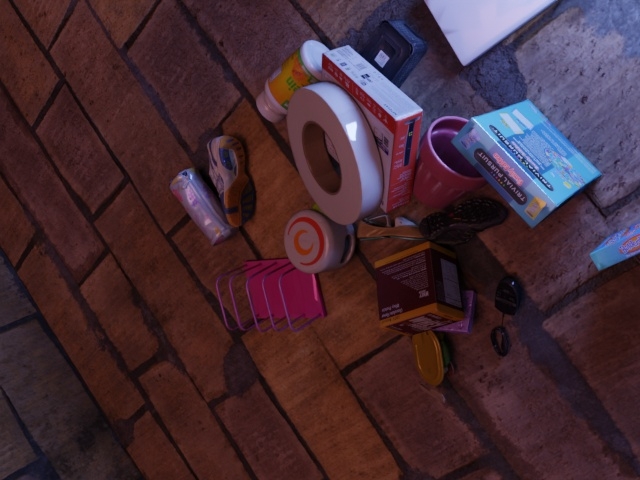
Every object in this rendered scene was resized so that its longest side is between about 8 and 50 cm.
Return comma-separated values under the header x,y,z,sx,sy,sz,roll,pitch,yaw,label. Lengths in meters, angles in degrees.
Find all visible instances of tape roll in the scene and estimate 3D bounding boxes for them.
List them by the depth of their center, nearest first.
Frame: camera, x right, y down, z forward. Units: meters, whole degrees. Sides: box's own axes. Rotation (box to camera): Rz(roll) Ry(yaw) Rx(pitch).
x,y,z,sx,sy,sz,roll,pitch,yaw,label
0.031,-0.231,1.922,0.392,0.072,0.392,49,153,36,tape roll

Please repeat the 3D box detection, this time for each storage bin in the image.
x,y,z,sx,sy,sz,roll,pitch,yaw,label
0.177,-0.476,1.886,0.122,0.084,0.180,48,128,13,storage bin

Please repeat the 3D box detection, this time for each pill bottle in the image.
x,y,z,sx,sy,sz,roll,pitch,yaw,label
-0.072,-0.442,2.046,0.245,0.136,0.136,-34,84,39,pill bottle

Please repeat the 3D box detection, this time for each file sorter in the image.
x,y,z,sx,sy,sz,roll,pitch,yaw,label
-0.165,0.179,2.299,0.290,0.182,0.202,-5,103,37,file sorter

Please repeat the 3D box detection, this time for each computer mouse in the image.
x,y,z,sx,sy,sz,roll,pitch,yaw,label
0.496,0.203,1.920,0.071,0.041,0.242,25,126,37,computer mouse

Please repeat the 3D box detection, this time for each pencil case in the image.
x,y,z,sx,sy,sz,roll,pitch,yaw,label
-0.387,-0.114,2.404,0.273,0.113,0.124,54,148,8,pencil case

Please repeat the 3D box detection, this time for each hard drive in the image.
x,y,z,sx,sy,sz,roll,pitch,yaw,label
0.416,-0.592,1.698,0.318,0.040,0.210,-33,85,39,hard drive

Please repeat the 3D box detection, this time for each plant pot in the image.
x,y,z,sx,sy,sz,roll,pitch,yaw,label
0.322,-0.182,1.823,0.201,0.201,0.180,49,143,13,plant pot

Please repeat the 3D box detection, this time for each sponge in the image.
x,y,z,sx,sy,sz,roll,pitch,yaw,label
0.326,0.192,2.002,0.210,0.031,0.117,1,71,36,sponge

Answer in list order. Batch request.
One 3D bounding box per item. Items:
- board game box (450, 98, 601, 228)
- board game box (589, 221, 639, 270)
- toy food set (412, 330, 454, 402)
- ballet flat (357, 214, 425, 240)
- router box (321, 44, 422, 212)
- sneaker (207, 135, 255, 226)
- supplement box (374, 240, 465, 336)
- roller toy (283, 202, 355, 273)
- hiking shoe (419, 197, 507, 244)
x,y,z,sx,sy,sz,roll,pitch,yaw,label
0.468,-0.183,1.611,0.254,0.336,0.079,50,128,13,board game box
0.722,-0.013,1.596,0.210,0.160,0.047,-33,85,38,board game box
0.333,0.340,2.070,0.128,0.071,0.218,11,112,59,toy food set
0.200,-0.036,2.028,0.232,0.080,0.073,0,91,35,ballet flat
0.121,-0.288,1.861,0.335,0.082,0.301,50,153,37,router box
-0.296,-0.193,2.335,0.131,0.111,0.297,11,110,51,sneaker
0.265,0.135,1.948,0.191,0.129,0.194,-24,59,38,supplement box
0.000,0.000,2.139,0.209,0.146,0.191,-32,74,38,roller toy
0.379,-0.042,1.897,0.226,0.114,0.086,-12,61,18,hiking shoe
